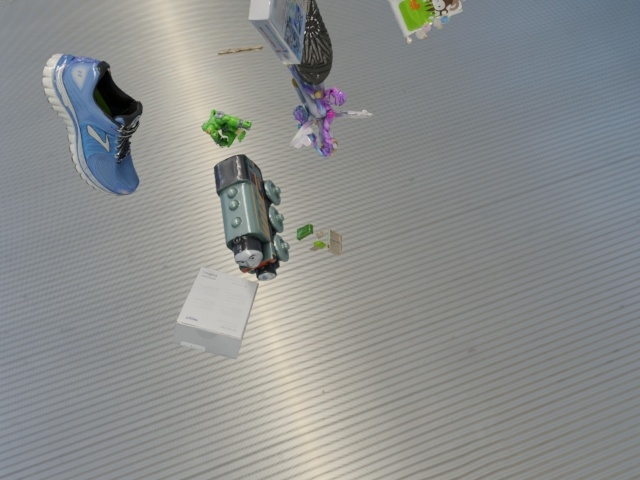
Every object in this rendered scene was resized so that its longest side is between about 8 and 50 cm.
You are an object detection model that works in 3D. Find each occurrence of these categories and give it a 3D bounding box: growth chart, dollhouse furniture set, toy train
[{"bbox_3d":[0.291,-0.633,1.387,0.237,0.172,0.021,-29,31,25],"label":"growth chart"},{"bbox_3d":[0.000,0.000,1.679,0.059,0.152,0.076,-27,52,39],"label":"dollhouse furniture set"},{"bbox_3d":[-0.183,-0.061,1.381,0.142,0.190,0.333,-21,60,16],"label":"toy train"}]

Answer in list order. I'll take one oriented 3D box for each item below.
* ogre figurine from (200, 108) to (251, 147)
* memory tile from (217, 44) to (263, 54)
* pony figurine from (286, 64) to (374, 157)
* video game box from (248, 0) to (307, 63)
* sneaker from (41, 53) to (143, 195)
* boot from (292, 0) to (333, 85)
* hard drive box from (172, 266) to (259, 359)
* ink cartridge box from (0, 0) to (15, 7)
[{"bbox_3d":[-0.325,-0.376,1.800,0.197,0.118,0.096,15,80,61],"label":"ogre figurine"},{"bbox_3d":[-0.265,-0.633,1.783,0.148,0.012,0.113,-7,23,1],"label":"memory tile"},{"bbox_3d":[0.001,-0.463,1.886,0.303,0.351,0.363,-19,101,-2],"label":"pony figurine"},{"bbox_3d":[-0.074,-0.475,1.033,0.048,0.187,0.204,4,84,18],"label":"video game box"},{"bbox_3d":[-0.443,-0.227,1.126,0.147,0.329,0.129,1,46,9],"label":"sneaker"},{"bbox_3d":[-0.066,-0.648,1.779,0.131,0.260,0.347,-9,86,-14],"label":"boot"},{"bbox_3d":[-0.288,0.198,1.505,0.181,0.089,0.232,16,36,-4],"label":"hard drive box"},{"bbox_3d":[-0.817,-0.685,1.190,0.211,0.289,0.121,22,50,14],"label":"ink cartridge box"}]
